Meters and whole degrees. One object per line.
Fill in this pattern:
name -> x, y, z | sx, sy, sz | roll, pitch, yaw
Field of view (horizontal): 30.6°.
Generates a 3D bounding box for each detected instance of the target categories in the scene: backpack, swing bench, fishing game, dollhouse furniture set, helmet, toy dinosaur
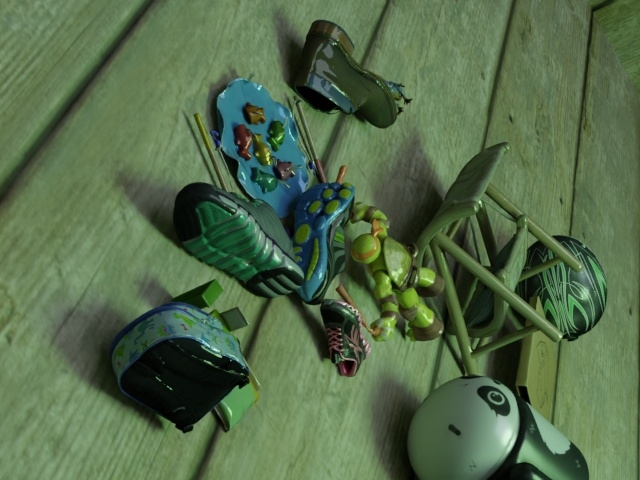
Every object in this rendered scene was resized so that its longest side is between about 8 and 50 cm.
backpack -> -0.142, 0.112, 1.118 | 0.114, 0.105, 0.084 | 36, 20, -43
swing bench -> 0.256, 0.022, 1.789 | 0.254, 0.165, 0.253 | 56, 31, -10
fishing game -> -0.063, -0.122, 1.472 | 0.264, 0.041, 0.189 | -15, 86, -61
dollhouse furniture set -> -0.098, 0.117, 1.227 | 0.151, 0.059, 0.076 | 60, 30, -14
helmet -> 0.412, 0.082, 2.003 | 0.161, 0.169, 0.169 | 50, 30, -60
toy dinosaur -> 0.105, -0.235, 1.852 | 0.082, 0.047, 0.090 | 43, 3, -23

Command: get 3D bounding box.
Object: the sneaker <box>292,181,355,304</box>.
sneaker -> 0.000, 0.000, 1.470 | 0.078, 0.067, 0.188 | 75, 25, -49

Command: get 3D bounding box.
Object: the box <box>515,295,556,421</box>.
box -> 0.349, 0.216, 1.887 | 0.201, 0.021, 0.164 | -69, 148, -46

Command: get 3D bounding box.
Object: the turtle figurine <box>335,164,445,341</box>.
turtle figurine -> 0.098, 0.033, 1.579 | 0.217, 0.087, 0.269 | 41, 29, -47

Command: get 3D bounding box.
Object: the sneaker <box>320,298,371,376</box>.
sneaker -> 0.026, 0.122, 1.437 | 0.057, 0.047, 0.119 | -61, 140, -36

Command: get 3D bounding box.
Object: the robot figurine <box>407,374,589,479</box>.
robot figurine -> 0.241, 0.294, 1.535 | 0.278, 0.209, 0.173 | 41, 46, -24

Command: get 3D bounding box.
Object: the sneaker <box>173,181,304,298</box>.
sneaker -> -0.097, -0.020, 1.315 | 0.223, 0.083, 0.098 | 48, 28, -51

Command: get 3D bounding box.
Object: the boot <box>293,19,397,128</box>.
boot -> 0.031, -0.205, 1.677 | 0.219, 0.082, 0.106 | 46, 57, -40
